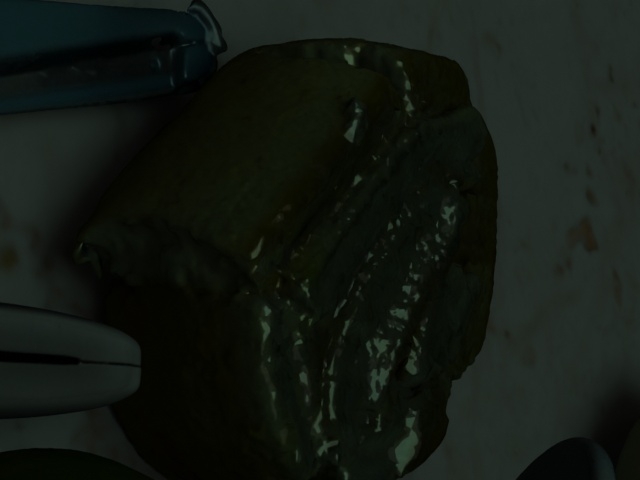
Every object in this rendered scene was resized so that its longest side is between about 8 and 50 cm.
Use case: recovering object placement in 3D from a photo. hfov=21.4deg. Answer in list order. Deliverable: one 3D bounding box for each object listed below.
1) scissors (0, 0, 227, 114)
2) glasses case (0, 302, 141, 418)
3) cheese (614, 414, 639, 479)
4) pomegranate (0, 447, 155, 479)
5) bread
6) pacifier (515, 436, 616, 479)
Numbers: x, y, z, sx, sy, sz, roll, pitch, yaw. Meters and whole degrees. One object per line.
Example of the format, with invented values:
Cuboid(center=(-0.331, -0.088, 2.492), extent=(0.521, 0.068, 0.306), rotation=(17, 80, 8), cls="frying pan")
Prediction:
Cuboid(center=(-0.184, -0.082, 0.697), extent=(0.393, 0.032, 0.180), rotation=(-8, 90, -49), cls="scissors")
Cuboid(center=(-0.155, 0.047, 0.678), extent=(0.193, 0.074, 0.049), rotation=(7, 82, -48), cls="glasses case")
Cuboid(center=(0.222, 0.230, 1.027), extent=(0.351, 0.130, 0.328), rotation=(27, 63, -54), cls="cheese")
Cuboid(center=(-0.136, 0.186, 0.632), extent=(0.241, 0.159, 0.190), rotation=(-33, 103, -18), cls="pomegranate")
Cuboid(center=(0.000, 0.000, 0.821), extent=(0.257, 0.124, 0.186), rotation=(-61, 137, -32), cls="bread")
Cuboid(center=(0.023, 0.211, 0.805), extent=(0.233, 0.244, 0.299), rotation=(29, 68, -9), cls="pacifier")
